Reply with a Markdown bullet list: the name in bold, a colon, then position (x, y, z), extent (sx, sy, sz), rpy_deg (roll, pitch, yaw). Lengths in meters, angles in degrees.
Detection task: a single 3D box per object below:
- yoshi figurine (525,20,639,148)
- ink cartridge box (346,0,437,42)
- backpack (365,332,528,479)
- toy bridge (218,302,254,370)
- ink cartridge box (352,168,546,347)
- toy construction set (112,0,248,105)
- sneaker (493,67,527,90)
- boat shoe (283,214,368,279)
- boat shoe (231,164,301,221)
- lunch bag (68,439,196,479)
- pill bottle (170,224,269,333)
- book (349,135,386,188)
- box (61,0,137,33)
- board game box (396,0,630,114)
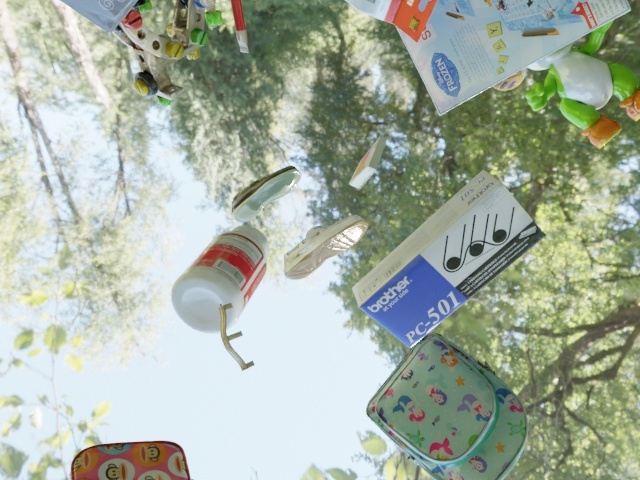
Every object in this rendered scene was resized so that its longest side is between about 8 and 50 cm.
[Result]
- **yoshi figurine**: position (0.528, -0.380, 0.976), extent (0.203, 0.203, 0.362), rpy_deg (-30, -105, -24)
- **ink cartridge box**: position (0.107, -0.418, 0.725), extent (0.045, 0.145, 0.179), rpy_deg (-25, -116, -35)
- **backpack**: position (0.235, 0.314, 0.836), extent (0.253, 0.191, 0.225), rpy_deg (39, -97, 27)
- **toy bridge**: position (-0.235, 0.256, 1.235), extent (0.026, 0.188, 0.063), rpy_deg (-27, 171, 28)
- **ink cartridge box**: position (0.146, 0.027, 0.543), extent (0.207, 0.097, 0.046), rpy_deg (-44, -155, 14)
- **toy construction set**: position (-0.315, -0.444, 1.067), extent (0.308, 0.237, 0.257), rpy_deg (3, -141, 13)
- **sneaker**: position (0.436, -0.537, 1.241), extent (0.131, 0.296, 0.112), rpy_deg (-50, -169, -31)
- **boat shoe**: position (0.000, 0.000, 1.255), extent (0.277, 0.098, 0.096), rpy_deg (-34, -126, 22)
- **boat shoe**: position (-0.154, -0.140, 1.269), extent (0.227, 0.081, 0.069), rpy_deg (-33, -126, 16)
- **lunch bag**: position (-0.326, 0.511, 0.855), extent (0.258, 0.120, 0.293), rpy_deg (7, -154, -29)
- **pill bottle**: position (-0.316, 0.110, 1.584), extent (0.229, 0.229, 0.408), rpy_deg (4, -153, 11)
- **book**: position (0.128, -0.208, 1.244), extent (0.035, 0.144, 0.096), rpy_deg (24, -107, -7)
- **box**: position (-0.392, -0.535, 0.812), extent (0.143, 0.165, 0.270), rpy_deg (-29, -127, 30)
- **board game box**: position (0.275, -0.431, 0.775), extent (0.318, 0.319, 0.066), rpy_deg (-25, -172, 28)
